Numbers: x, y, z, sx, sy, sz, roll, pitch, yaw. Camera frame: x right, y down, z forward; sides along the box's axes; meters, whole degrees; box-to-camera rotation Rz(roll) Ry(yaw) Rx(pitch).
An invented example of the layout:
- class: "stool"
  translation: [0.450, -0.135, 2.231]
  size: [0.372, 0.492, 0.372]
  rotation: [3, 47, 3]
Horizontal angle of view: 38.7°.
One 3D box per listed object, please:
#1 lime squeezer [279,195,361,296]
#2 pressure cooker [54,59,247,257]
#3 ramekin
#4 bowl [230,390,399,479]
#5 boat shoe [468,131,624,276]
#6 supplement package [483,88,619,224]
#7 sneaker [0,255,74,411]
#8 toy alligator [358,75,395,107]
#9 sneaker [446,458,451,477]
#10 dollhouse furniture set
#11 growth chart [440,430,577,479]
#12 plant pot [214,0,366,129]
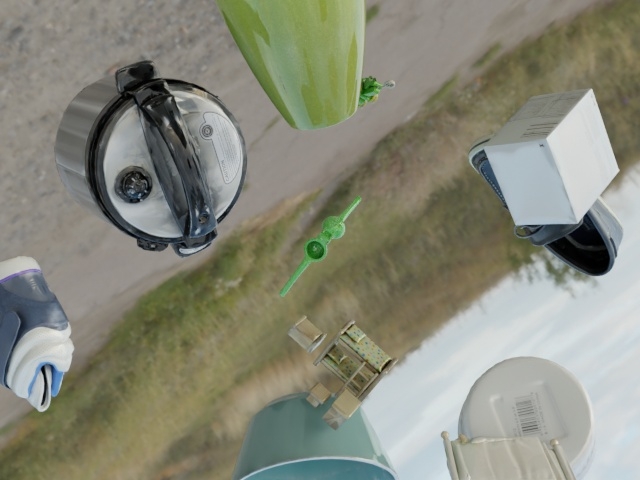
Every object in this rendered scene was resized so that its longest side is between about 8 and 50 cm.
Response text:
- class: "lime squeezer"
  translation: [0.000, 0.000, 2.157]
  size: [0.310, 0.059, 0.110]
  rotation: [-52, -167, -12]
- class: "pressure cooker"
  translation: [-0.367, -0.177, 2.024]
  size: [0.420, 0.369, 0.376]
  rotation: [21, -95, 58]
- class: "ramekin"
  translation: [0.407, 0.362, 1.789]
  size: [0.277, 0.277, 0.135]
  rotation: [-37, 155, -8]
- class: "bowl"
  translation: [-0.018, 0.386, 1.669]
  size: [0.311, 0.163, 0.312]
  rotation: [-3, 145, -2]
- class: "boat shoe"
  translation: [0.528, -0.079, 2.088]
  size: [0.186, 0.500, 0.156]
  rotation: [-25, -139, 40]
- class: "supplement package"
  translation: [0.464, -0.164, 1.821]
  size: [0.149, 0.194, 0.203]
  rotation: [-1, -147, 47]
- class: "sneaker"
  translation: [-0.546, 0.197, 1.526]
  size: [0.322, 0.236, 0.130]
  rotation: [-33, 165, 25]
- class: "toy alligator"
  translation: [0.099, -0.328, 1.952]
  size: [0.056, 0.051, 0.189]
  rotation: [19, 160, -31]
- class: "sneaker"
  translation: [0.421, 0.477, 2.076]
  size: [0.282, 0.102, 0.161]
  rotation: [-28, 133, -3]
- class: "dollhouse furniture set"
  translation: [0.016, 0.202, 1.565]
  size: [0.101, 0.182, 0.161]
  rotation: [-54, 171, 30]
- class: "growth chart"
  translation: [0.338, 0.406, 1.629]
  size: [0.172, 0.237, 0.021]
  rotation: [-84, 176, -58]
- class: "plant pot"
  translation: [-0.031, -0.356, 1.625]
  size: [0.274, 0.294, 0.275]
  rotation: [-11, -150, 6]
